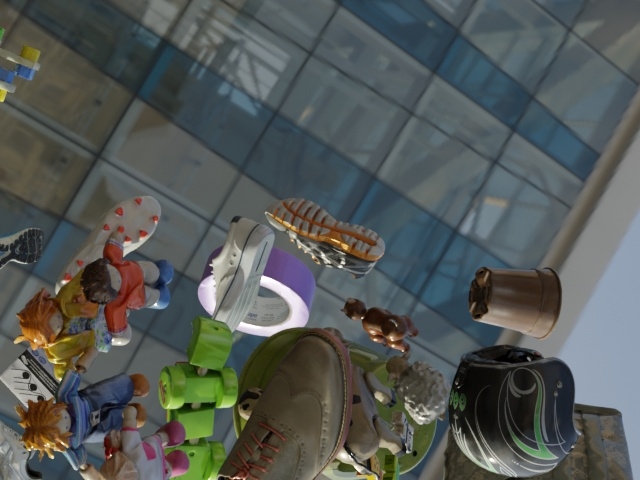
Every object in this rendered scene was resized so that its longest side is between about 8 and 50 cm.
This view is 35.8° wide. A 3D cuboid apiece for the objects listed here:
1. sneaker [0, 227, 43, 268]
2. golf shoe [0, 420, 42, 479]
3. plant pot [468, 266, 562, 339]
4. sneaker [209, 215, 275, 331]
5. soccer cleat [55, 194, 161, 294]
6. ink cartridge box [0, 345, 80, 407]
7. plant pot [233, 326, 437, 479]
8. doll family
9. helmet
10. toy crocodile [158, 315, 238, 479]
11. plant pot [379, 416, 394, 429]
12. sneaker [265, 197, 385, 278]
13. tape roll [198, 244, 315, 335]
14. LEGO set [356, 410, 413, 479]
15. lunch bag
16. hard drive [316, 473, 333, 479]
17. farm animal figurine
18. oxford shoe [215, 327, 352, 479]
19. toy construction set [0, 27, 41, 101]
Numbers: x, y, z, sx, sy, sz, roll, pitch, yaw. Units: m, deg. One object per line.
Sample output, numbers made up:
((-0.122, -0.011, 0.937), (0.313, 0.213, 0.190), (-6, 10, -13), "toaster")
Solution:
((-0.538, 0.007, 1.684), (0.073, 0.162, 0.063), (16, -74, 29), "sneaker")
((-0.483, 0.311, 1.531), (0.086, 0.176, 0.069), (-13, -159, -4), "golf shoe")
((0.434, 0.133, 2.249), (0.167, 0.165, 0.167), (-172, -90, -76), "plant pot")
((-0.169, 0.070, 1.916), (0.094, 0.091, 0.258), (-12, 129, -61), "sneaker")
((-0.305, 0.009, 1.406), (0.196, 0.068, 0.076), (-50, -165, -25), "soccer cleat")
((-0.558, 0.321, 2.054), (0.097, 0.207, 0.046), (-41, -175, 18), "ink cartridge box")
((0.055, 0.377, 2.180), (0.353, 0.366, 0.367), (-5, -123, 53), "plant pot")
((-0.210, 0.127, 0.899), (0.163, 0.118, 0.263), (10, 72, -74), "doll family")
((0.250, 0.225, 1.282), (0.169, 0.169, 0.162), (-173, -103, -66), "helmet")
((-0.210, 0.287, 1.583), (0.105, 0.115, 0.341), (40, -57, 58), "toy crocodile")
((0.076, 0.327, 1.738), (0.083, 0.079, 0.083), (-45, 168, -12), "plant pot")
((0.000, 0.000, 1.698), (0.084, 0.214, 0.083), (-56, 171, -48), "sneaker")
((-0.153, 0.121, 2.398), (0.275, 0.274, 0.090), (-35, -148, 45), "tape roll")
((0.107, 0.408, 1.634), (0.087, 0.093, 0.227), (-9, -127, 27), "LEGO set")
((0.333, 0.363, 1.566), (0.235, 0.286, 0.169), (-67, 164, -64), "lunch bag")
((-0.008, 0.537, 1.870), (0.307, 0.040, 0.203), (22, -67, 42), "hard drive")
((0.017, 0.241, 1.607), (0.330, 0.172, 0.327), (-42, -140, 8), "farm animal figurine")
((-0.058, 0.281, 1.301), (0.130, 0.123, 0.348), (-10, 122, -59), "oxford shoe")
((-0.634, -0.316, 1.583), (0.327, 0.215, 0.151), (9, -90, 24), "toy construction set")
